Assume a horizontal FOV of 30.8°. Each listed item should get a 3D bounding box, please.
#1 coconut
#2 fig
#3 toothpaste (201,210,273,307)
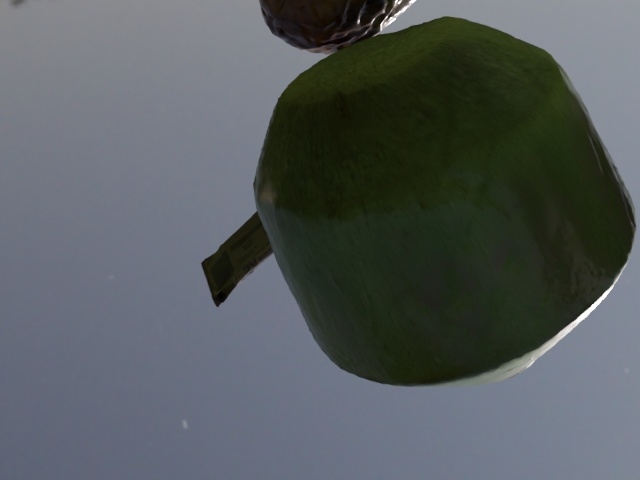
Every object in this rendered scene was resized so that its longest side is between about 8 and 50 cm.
[{"bbox_3d":[0.103,-0.014,0.976,0.328,0.328,0.281,-5,-154,14],"label":"coconut"},{"bbox_3d":[0.087,-0.371,1.372,0.369,0.286,0.286,-8,-159,10],"label":"fig"},{"bbox_3d":[-0.027,-0.042,1.322,0.282,0.068,0.099,-44,176,6],"label":"toothpaste"}]
